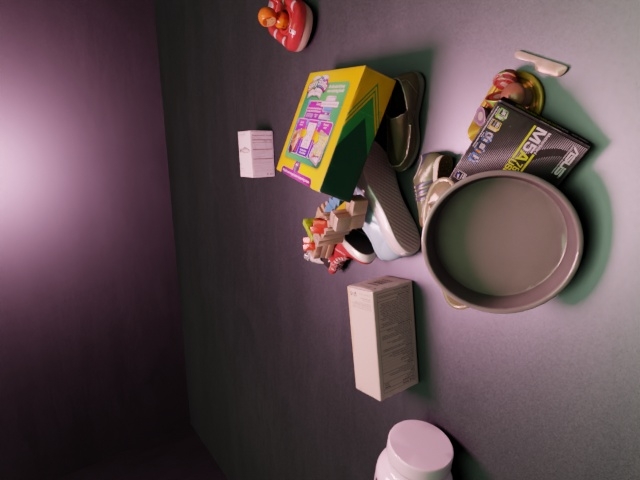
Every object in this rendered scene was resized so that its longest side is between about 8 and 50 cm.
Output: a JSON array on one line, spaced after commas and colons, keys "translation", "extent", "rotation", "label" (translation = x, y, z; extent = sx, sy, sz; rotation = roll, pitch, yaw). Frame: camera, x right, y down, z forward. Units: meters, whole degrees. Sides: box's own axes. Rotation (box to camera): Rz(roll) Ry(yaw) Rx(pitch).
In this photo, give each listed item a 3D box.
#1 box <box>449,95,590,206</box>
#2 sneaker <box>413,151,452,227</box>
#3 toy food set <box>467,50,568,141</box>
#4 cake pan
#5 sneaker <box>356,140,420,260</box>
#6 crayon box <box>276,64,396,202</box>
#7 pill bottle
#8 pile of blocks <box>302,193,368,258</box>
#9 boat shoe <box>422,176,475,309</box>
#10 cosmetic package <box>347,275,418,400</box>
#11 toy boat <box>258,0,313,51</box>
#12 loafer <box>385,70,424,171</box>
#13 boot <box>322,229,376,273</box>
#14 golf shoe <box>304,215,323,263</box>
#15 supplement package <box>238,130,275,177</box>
[{"translation": [0.387, -0.157, 0.850], "extent": [0.184, 0.045, 0.190], "rotation": [36, 130, 13], "label": "box"}, {"translation": [0.270, -0.130, 1.071], "extent": [0.086, 0.064, 0.192], "rotation": [39, 129, 52], "label": "sneaker"}, {"translation": [0.374, -0.276, 0.873], "extent": [0.128, 0.071, 0.217], "rotation": [51, 136, 33], "label": "toy food set"}, {"translation": [0.355, 0.003, 0.857], "extent": [0.293, 0.054, 0.293], "rotation": [6, 106, 20], "label": "cake pan"}, {"translation": [0.139, -0.110, 1.190], "extent": [0.150, 0.135, 0.365], "rotation": [-32, 72, 49], "label": "sneaker"}, {"translation": [0.023, -0.301, 1.175], "extent": [0.363, 0.106, 0.313], "rotation": [39, 110, 61], "label": "crayon box"}, {"translation": [0.250, 0.704, 1.187], "extent": [0.210, 0.210, 0.362], "rotation": [29, 122, 47], "label": "pill bottle"}, {"translation": [0.010, -0.055, 1.235], "extent": [0.362, 0.113, 0.148], "rotation": [133, 125, -62], "label": "pile of blocks"}, {"translation": [0.321, 0.002, 0.992], "extent": [0.113, 0.103, 0.302], "rotation": [-6, 94, 51], "label": "boat shoe"}, {"translation": [0.180, 0.269, 1.213], "extent": [0.113, 0.160, 0.309], "rotation": [7, 104, 54], "label": "cosmetic package"}, {"translation": [-0.130, -0.716, 1.382], "extent": [0.231, 0.151, 0.151], "rotation": [52, 137, 33], "label": "toy boat"}, {"translation": [0.199, -0.303, 1.093], "extent": [0.094, 0.088, 0.251], "rotation": [22, 116, 50], "label": "loafer"}, {"translation": [0.084, 0.054, 1.354], "extent": [0.244, 0.089, 0.176], "rotation": [43, 132, 50], "label": "boot"}, {"translation": [0.000, 0.000, 1.487], "extent": [0.086, 0.069, 0.176], "rotation": [22, 121, 27], "label": "golf shoe"}, {"translation": [-0.254, -0.343, 1.691], "extent": [0.105, 0.105, 0.179], "rotation": [14, 110, 53], "label": "supplement package"}]
